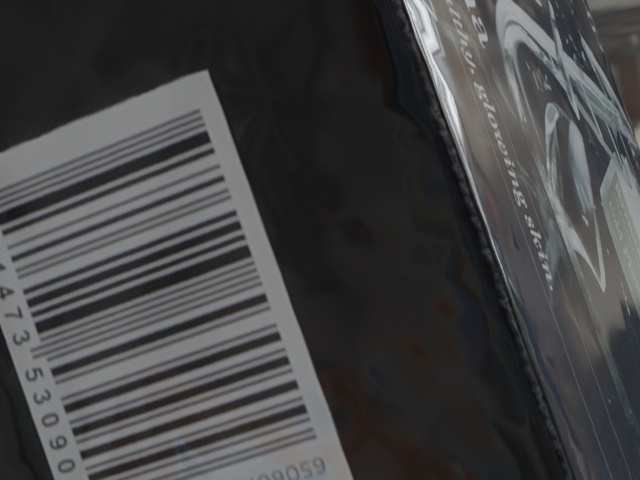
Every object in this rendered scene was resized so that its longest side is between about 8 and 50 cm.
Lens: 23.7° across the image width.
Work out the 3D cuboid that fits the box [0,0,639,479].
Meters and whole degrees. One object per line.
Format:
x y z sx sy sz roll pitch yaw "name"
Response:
0.000 0.000 0.789 0.297 0.480 0.472 -20 -1 18 "box"
